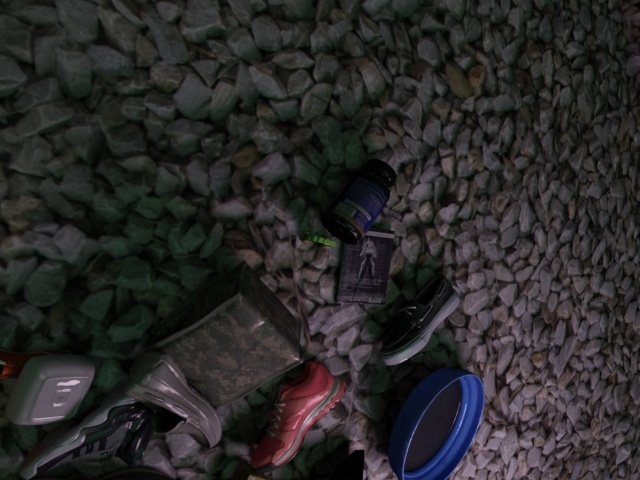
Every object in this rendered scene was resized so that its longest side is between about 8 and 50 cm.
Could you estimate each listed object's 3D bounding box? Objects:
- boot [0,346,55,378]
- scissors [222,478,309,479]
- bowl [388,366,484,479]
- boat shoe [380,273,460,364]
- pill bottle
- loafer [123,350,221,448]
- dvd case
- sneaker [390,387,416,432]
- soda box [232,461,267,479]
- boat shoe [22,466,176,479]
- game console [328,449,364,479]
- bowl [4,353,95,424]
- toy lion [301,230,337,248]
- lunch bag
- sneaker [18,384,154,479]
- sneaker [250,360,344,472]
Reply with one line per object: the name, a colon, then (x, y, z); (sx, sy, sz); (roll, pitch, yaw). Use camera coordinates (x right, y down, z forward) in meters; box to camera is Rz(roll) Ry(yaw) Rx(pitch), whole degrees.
boot: (-0.593, 0.252, 0.834); (0.158, 0.085, 0.059); (16, 85, -29)
scissors: (-0.169, 0.649, 1.114); (0.297, 0.021, 0.109); (-11, 97, -24)
bowl: (0.354, 0.568, 1.284); (0.391, 0.077, 0.391); (-14, 113, -36)
boat shoe: (0.278, 0.225, 1.259); (0.335, 0.121, 0.119); (-39, 102, -30)
pill bottle: (0.108, -0.107, 1.123); (0.123, 0.123, 0.219); (43, 72, -23)
loafer: (-0.321, 0.374, 0.929); (0.319, 0.112, 0.111); (66, 35, -33)
dvd case: (0.127, 0.072, 1.211); (0.165, 0.018, 0.221); (7, 92, -25)
sneaker: (0.264, 0.522, 1.303); (0.166, 0.065, 0.076); (-41, 99, -24)
soda box: (-0.207, 0.658, 1.053); (0.058, 0.061, 0.181); (33, 80, -25)
boat shoe: (-0.477, 0.581, 0.894); (0.356, 0.130, 0.132); (8, 91, -27)
game console: (0.056, 0.779, 1.183); (0.213, 0.044, 0.361); (-24, 121, -55)
bowl: (-0.532, 0.306, 0.852); (0.142, 0.053, 0.142); (25, 87, -57)
toy lion: (0.000, 0.000, 1.097); (0.100, 0.096, 0.034); (15, 88, -27)
lunch bag: (-0.217, 0.228, 0.965); (0.287, 0.169, 0.235); (-33, 114, 11)
sneaker: (-0.469, 0.438, 0.900); (0.269, 0.101, 0.153); (-33, 106, -23)
sneaker: (-0.084, 0.446, 1.105); (0.314, 0.116, 0.136); (-44, 101, -24)
